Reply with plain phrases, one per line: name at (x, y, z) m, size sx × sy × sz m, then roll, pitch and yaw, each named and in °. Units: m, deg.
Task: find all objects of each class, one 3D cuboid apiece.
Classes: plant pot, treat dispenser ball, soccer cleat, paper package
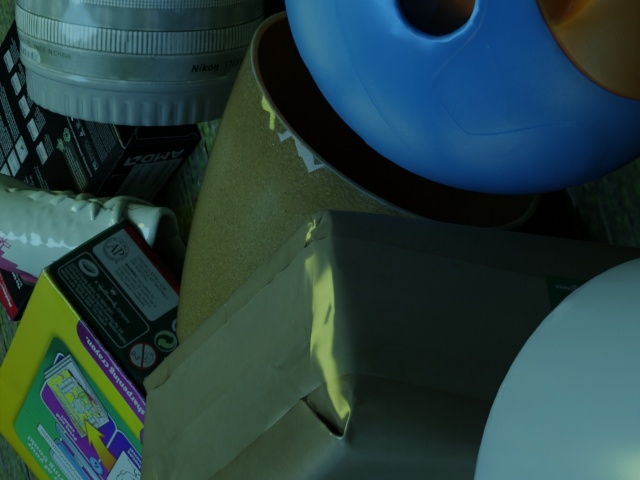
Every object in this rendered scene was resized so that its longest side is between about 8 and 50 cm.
plant pot at (0.000, 0.000, 1.435) m, size 0.237 × 0.237 × 0.254 m, roll 57°, pitch 129°, yaw 33°
treat dispenser ball at (0.119, -0.172, 1.199) m, size 0.288 × 0.288 × 0.288 m, roll 19°, pitch 113°, yaw 54°
soccer cleat at (-0.216, -0.005, 1.836) m, size 0.331 × 0.116 × 0.143 m, roll 31°, pitch 121°, yaw 5°
paper package at (0.083, 0.125, 1.269) m, size 0.309 × 0.325 × 0.168 m, roll 136°, pitch 136°, yaw -53°

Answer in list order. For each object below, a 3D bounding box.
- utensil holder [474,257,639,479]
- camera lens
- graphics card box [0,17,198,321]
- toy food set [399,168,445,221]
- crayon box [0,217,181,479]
utensil holder at (0.304, 0.160, 0.965) m, size 0.385 × 0.328 × 0.327 m, roll -1°, pitch 97°, yaw 59°
camera lens at (-0.154, -0.257, 1.669) m, size 0.219 × 0.219 × 0.274 m, roll 30°, pitch 121°, yaw 51°
graphics card box at (-0.269, -0.101, 2.002) m, size 0.371 × 0.094 × 0.232 m, roll -51°, pitch 56°, yaw 50°
toy food set at (0.069, -0.007, 1.550) m, size 0.132 × 0.039 × 0.192 m, roll 60°, pitch 142°, yaw 30°
crayon box at (-0.133, 0.206, 1.720) m, size 0.363 × 0.106 × 0.313 m, roll 50°, pitch 149°, yaw 10°
